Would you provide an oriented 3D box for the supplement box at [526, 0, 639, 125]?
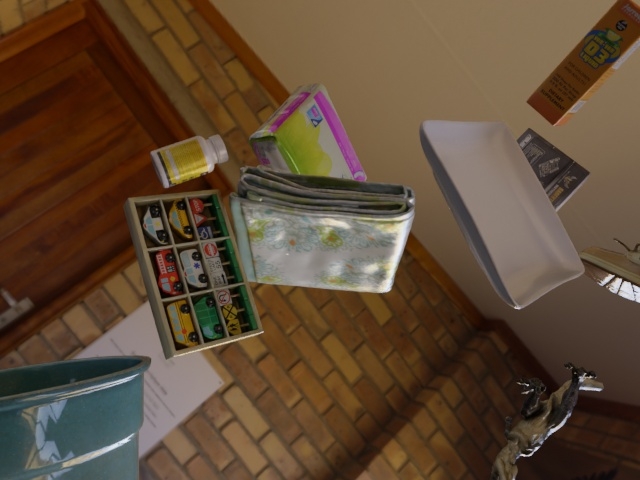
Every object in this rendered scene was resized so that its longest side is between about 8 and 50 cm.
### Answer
[{"bbox_3d":[0.486,-0.318,1.077,0.078,0.080,0.233,49,-59,17],"label":"supplement box"}]

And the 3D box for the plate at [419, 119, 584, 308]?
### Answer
[{"bbox_3d":[0.263,-0.048,0.875,0.045,0.277,0.278,-33,-104,40],"label":"plate"}]

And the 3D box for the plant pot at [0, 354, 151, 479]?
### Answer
[{"bbox_3d":[-0.367,0.335,0.728,0.341,0.341,0.334,165,-80,-67],"label":"plant pot"}]

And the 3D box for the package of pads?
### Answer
[{"bbox_3d":[-0.022,-0.187,1.427,0.101,0.229,0.296,2,-46,41],"label":"package of pads"}]

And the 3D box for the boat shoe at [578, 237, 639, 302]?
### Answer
[{"bbox_3d":[0.591,0.065,1.028,0.285,0.089,0.104,23,-9,21],"label":"boat shoe"}]

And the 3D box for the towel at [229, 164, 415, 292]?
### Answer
[{"bbox_3d":[0.000,0.000,1.151,0.320,0.090,0.374,8,-28,2],"label":"towel"}]

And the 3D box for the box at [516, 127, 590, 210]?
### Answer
[{"bbox_3d":[0.489,-0.127,1.425,0.183,0.231,0.056,43,-3,18],"label":"box"}]

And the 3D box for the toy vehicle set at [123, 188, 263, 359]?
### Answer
[{"bbox_3d":[-0.211,0.049,0.998,0.035,0.166,0.267,-32,-107,51],"label":"toy vehicle set"}]

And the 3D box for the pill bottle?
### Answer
[{"bbox_3d":[-0.215,-0.135,0.989,0.065,0.116,0.065,58,-18,31],"label":"pill bottle"}]

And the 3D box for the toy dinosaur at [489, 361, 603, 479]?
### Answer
[{"bbox_3d":[0.303,0.220,0.791,0.064,0.268,0.118,33,-41,40],"label":"toy dinosaur"}]
